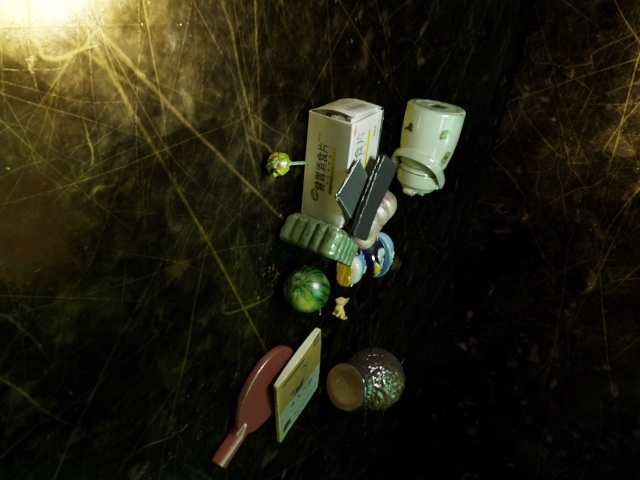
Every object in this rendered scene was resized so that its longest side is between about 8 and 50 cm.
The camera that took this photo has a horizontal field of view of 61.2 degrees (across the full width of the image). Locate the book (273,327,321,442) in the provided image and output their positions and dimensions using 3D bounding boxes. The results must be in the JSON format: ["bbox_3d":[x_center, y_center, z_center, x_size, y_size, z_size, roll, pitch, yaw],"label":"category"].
[{"bbox_3d":[-0.079,0.509,1.886,0.269,0.032,0.388,-50,154,-38],"label":"book"}]

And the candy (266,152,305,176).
[{"bbox_3d":[-0.080,-0.198,1.402,0.062,0.058,0.194,-47,170,21],"label":"candy"}]

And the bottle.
[{"bbox_3d":[0.376,-0.323,1.978,0.229,0.229,0.351,-27,136,-53],"label":"bottle"}]

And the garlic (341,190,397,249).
[{"bbox_3d":[0.133,-0.081,1.754,0.244,0.161,0.245,-58,-178,4],"label":"garlic"}]

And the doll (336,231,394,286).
[{"bbox_3d":[0.174,0.070,1.959,0.314,0.141,0.177,-29,137,-47],"label":"doll"}]

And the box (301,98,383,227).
[{"bbox_3d":[0.060,-0.223,1.525,0.173,0.145,0.332,-37,140,-49],"label":"box"}]

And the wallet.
[{"bbox_3d":[0.151,-0.120,1.546,0.124,0.025,0.244,18,93,-63],"label":"wallet"}]

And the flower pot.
[{"bbox_3d":[0.175,0.585,2.241,0.267,0.267,0.266,6,104,-52],"label":"flower pot"}]

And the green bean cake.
[{"bbox_3d":[0.000,0.000,1.537,0.094,0.184,0.185,-67,152,-6],"label":"green bean cake"}]

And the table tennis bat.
[{"bbox_3d":[-0.201,0.514,1.697,0.414,0.051,0.268,-56,153,-25],"label":"table tennis bat"}]

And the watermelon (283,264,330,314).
[{"bbox_3d":[-0.037,0.155,1.635,0.140,0.141,0.187,-59,155,-17],"label":"watermelon"}]

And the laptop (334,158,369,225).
[{"bbox_3d":[0.095,-0.128,1.486,0.129,0.016,0.180,-60,153,-13],"label":"laptop"}]

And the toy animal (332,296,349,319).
[{"bbox_3d":[0.083,0.249,2.015,0.081,0.060,0.083,28,84,-23],"label":"toy animal"}]
